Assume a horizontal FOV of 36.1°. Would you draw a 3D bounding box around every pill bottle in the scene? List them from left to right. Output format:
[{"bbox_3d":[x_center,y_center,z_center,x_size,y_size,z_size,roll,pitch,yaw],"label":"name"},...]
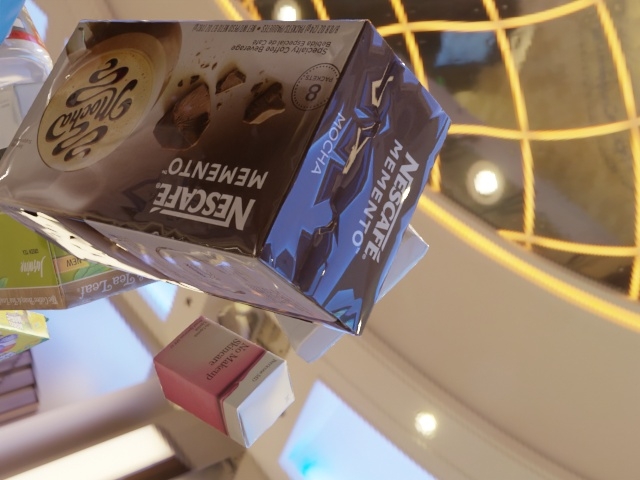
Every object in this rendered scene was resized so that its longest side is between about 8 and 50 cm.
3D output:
[{"bbox_3d":[-0.632,-0.404,1.732,0.210,0.210,0.362,-47,-116,43],"label":"pill bottle"}]

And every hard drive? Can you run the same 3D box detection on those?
[{"bbox_3d":[0.000,0.000,1.477,0.233,0.047,0.353,-45,-146,7],"label":"hard drive"}]

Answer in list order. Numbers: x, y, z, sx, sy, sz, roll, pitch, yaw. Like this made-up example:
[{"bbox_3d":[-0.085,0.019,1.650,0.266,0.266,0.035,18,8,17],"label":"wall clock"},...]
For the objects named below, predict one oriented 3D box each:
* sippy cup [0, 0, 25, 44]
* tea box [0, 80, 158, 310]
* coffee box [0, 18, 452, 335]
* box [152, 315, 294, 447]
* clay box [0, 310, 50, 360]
[{"bbox_3d":[-0.437,-0.288,1.024,0.224,0.240,0.305,32,-21,-3],"label":"sippy cup"},{"bbox_3d":[-0.340,-0.085,1.513,0.220,0.329,0.323,-4,-79,47],"label":"tea box"},{"bbox_3d":[-0.081,-0.056,0.695,0.297,0.119,0.168,12,-110,41],"label":"coffee box"},{"bbox_3d":[-0.190,0.274,1.933,0.232,0.148,0.126,23,-40,32],"label":"box"},{"bbox_3d":[-0.548,0.159,1.637,0.127,0.222,0.053,-24,-106,7],"label":"clay box"}]
